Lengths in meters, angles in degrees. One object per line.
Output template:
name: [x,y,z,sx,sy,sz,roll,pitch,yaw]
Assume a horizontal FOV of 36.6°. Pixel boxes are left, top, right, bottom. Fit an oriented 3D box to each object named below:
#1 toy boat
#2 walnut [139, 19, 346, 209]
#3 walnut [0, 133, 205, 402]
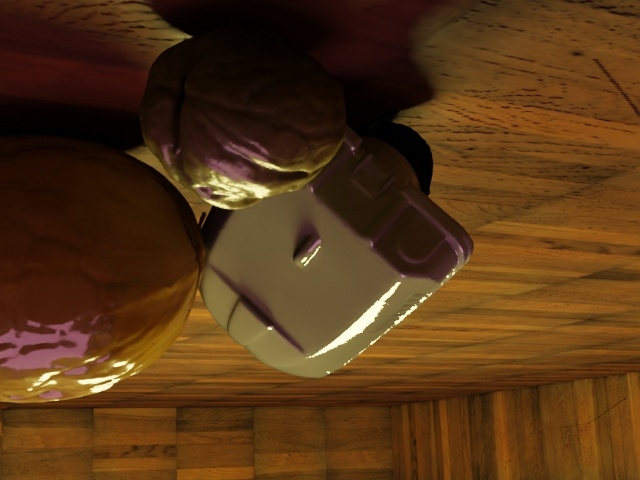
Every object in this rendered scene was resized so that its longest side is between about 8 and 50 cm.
toy boat: [-0.003,0.002,0.599,0.141,0.141,0.269,0,166,-11]
walnut: [-0.034,-0.055,0.427,0.092,0.092,0.092,-2,167,-1]
walnut: [-0.169,0.017,0.560,0.207,0.159,0.159,-9,166,5]
